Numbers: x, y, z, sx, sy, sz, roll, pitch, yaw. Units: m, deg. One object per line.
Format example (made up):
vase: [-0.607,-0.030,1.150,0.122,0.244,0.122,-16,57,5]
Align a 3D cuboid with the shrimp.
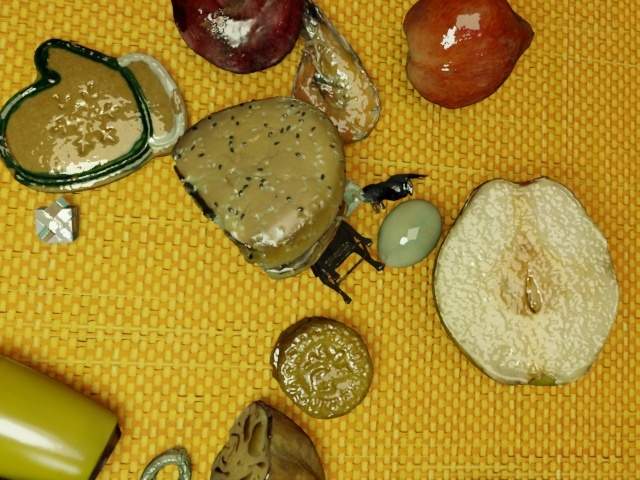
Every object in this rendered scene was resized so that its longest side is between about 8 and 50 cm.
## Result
shrimp: [0.002,-0.336,1.176,0.164,0.062,0.317,-28,93,-9]

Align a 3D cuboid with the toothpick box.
toothpick box: [-0.478,0.311,0.974,0.271,0.175,0.175,28,81,-10]

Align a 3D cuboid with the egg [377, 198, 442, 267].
egg: [0.173,-0.013,1.151,0.114,0.114,0.152,41,78,-5]

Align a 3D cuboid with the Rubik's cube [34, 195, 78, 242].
Rubik's cube: [-0.475,-0.035,1.050,0.073,0.075,0.084,-3,85,-11]

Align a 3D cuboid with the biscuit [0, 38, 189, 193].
biscuit: [-0.431,-0.242,1.086,0.343,0.057,0.287,-22,90,-12]

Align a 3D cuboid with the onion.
onion: [-0.146,-0.434,1.075,0.252,0.219,0.252,0,92,-4]

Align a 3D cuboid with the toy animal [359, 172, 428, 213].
toy animal: [0.135,-0.098,1.160,0.220,0.108,0.062,-27,89,-43]

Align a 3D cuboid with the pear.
pear: [0.371,0.082,1.142,0.340,0.191,0.387,1,81,-2]

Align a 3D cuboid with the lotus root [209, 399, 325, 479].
lotus root: [-0.082,0.413,1.058,0.180,0.199,0.188,30,120,-27]

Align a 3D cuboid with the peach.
peach: [0.291,-0.383,1.152,0.256,0.232,0.232,-1,85,6]

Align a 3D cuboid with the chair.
chair: [0.000,0.000,1.142,0.106,0.113,0.229,-43,56,-11]

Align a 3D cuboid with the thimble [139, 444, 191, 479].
thimble: [-0.276,0.426,1.056,0.084,0.062,0.110,30,80,-6]

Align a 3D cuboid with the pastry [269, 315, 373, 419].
pastry: [0.002,0.234,1.104,0.188,0.103,0.189,1,84,-10]

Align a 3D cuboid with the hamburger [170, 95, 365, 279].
hamburger: [-0.085,-0.108,1.048,0.277,0.195,0.318,-40,68,-9]
